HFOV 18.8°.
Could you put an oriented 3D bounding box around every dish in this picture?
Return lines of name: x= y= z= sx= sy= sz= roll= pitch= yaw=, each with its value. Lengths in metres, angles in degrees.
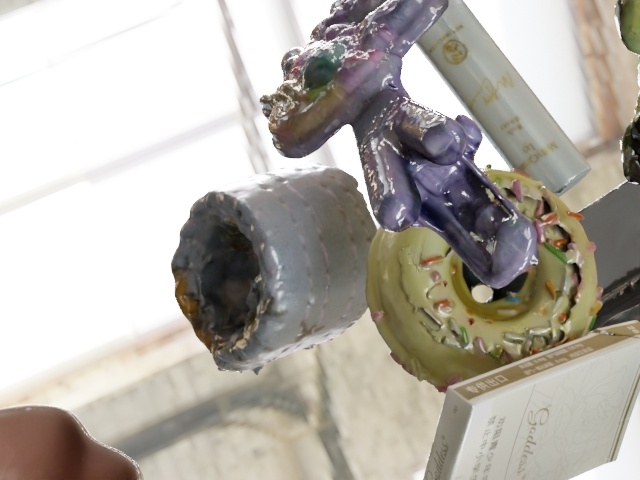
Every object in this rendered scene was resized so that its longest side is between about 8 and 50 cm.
dish: x=-0.232 y=0.223 z=1.422 sx=0.213 sy=0.213 sz=0.090 roll=49 pitch=-27 yaw=46

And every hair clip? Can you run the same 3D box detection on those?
hair clip: x=0.040 y=-0.082 z=1.143 sx=0.090 sy=0.137 sz=0.278 roll=32 pitch=14 yaw=-40

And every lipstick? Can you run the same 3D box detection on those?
lipstick: x=0.133 y=-0.146 z=1.661 sx=0.264 sy=0.059 sz=0.059 roll=54 pitch=-18 yaw=9

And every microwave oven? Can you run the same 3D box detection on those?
microwave oven: x=0.396 y=0.043 z=2.303 sx=0.247 sy=0.178 sz=0.188 roll=-35 pitch=-143 yaw=48

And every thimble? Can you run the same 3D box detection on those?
thimble: x=-0.032 y=0.018 z=1.451 sx=0.127 sy=0.118 sz=0.151 roll=60 pitch=-39 yaw=18

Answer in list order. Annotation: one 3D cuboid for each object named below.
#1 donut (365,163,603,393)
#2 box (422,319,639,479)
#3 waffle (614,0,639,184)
donut: x=0.117 y=0.028 z=1.340 sx=0.175 sy=0.174 sz=0.068 roll=64 pitch=-16 yaw=7
box: x=0.145 y=0.124 z=1.295 sx=0.029 sy=0.198 sz=0.109 roll=34 pitch=-57 yaw=35
waffle: x=0.240 y=-0.172 z=1.129 sx=0.073 sy=0.317 sz=0.297 roll=4 pitch=-73 yaw=28
